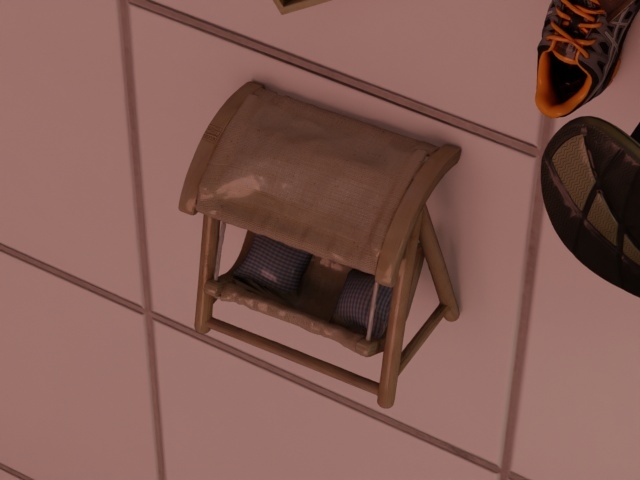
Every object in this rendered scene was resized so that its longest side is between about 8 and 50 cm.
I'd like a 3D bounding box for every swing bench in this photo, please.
[{"bbox_3d":[0.000,0.000,1.979,0.253,0.165,0.255,19,137,24],"label":"swing bench"}]

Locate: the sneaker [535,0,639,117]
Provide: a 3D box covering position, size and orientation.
[{"bbox_3d":[0.235,-0.196,1.662,0.084,0.083,0.215,24,138,22],"label":"sneaker"}]

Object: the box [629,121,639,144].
[{"bbox_3d":[0.477,-0.013,1.566,0.312,0.179,0.343,-16,117,48],"label":"box"}]

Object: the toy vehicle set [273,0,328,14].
[{"bbox_3d":[0.023,-0.315,1.754,0.267,0.035,0.166,-11,120,44],"label":"toy vehicle set"}]

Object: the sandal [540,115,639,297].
[{"bbox_3d":[0.301,-0.002,1.520,0.303,0.086,0.120,34,138,-16],"label":"sandal"}]

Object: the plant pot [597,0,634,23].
[{"bbox_3d":[0.240,-0.290,1.513,0.165,0.167,0.167,48,142,1],"label":"plant pot"}]
